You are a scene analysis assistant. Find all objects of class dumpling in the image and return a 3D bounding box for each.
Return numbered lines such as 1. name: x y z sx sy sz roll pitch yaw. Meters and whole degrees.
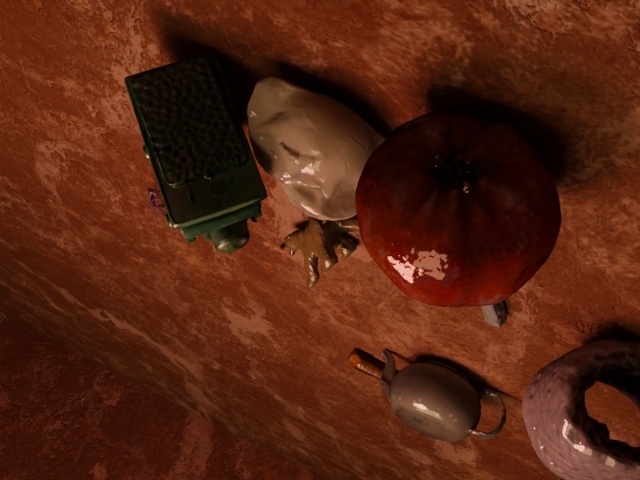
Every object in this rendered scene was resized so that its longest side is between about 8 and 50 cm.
1. dumpling: -0.006 -0.116 1.246 0.229 0.151 0.124 34 -167 -3

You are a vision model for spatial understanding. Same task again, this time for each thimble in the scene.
1. thimble: 0.446 0.267 1.422 0.246 0.217 0.157 22 159 -2

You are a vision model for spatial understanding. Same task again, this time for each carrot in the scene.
1. carrot: 0.139 0.296 2.088 0.171 0.042 0.042 29 158 -3

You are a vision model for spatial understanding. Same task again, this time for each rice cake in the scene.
1. rice cake: 0.270 0.087 1.490 0.042 0.030 0.180 22 157 31

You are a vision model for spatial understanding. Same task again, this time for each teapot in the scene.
1. teapot: 0.237 0.322 1.915 0.294 0.129 0.193 16 154 25

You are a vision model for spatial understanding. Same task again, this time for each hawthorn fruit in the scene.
1. hawthorn fruit: 0.166 -0.021 1.146 0.242 0.242 0.271 21 159 20

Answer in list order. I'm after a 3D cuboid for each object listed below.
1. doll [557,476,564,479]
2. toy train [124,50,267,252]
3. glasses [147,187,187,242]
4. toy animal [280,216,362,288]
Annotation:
1. doll: 0.525 0.461 1.887 0.134 0.106 0.186 27 159 22
2. toy train: -0.171 -0.115 1.330 0.202 0.145 0.266 95 155 -72
3. glasses: -0.307 -0.059 1.835 0.104 0.062 0.140 8 149 44
4. toy animal: 0.000 0.000 1.575 0.101 0.103 0.218 49 160 3
